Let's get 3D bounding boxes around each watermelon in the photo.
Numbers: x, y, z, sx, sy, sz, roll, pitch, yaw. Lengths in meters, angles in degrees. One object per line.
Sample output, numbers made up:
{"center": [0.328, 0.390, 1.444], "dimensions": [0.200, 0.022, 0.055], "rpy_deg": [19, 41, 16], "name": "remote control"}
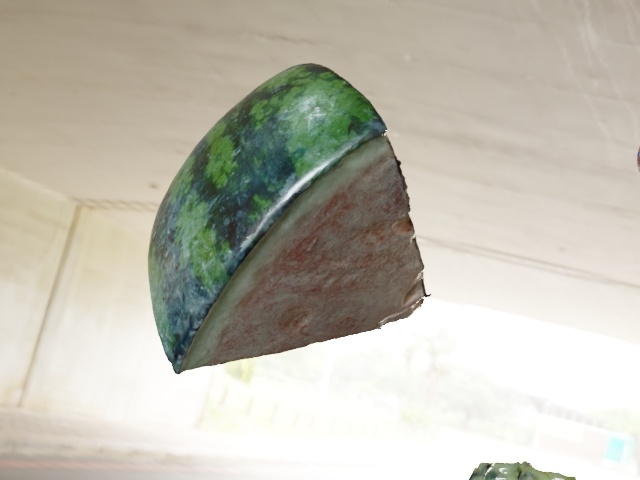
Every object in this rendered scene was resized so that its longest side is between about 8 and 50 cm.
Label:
{"center": [-0.042, -0.001, 1.027], "dimensions": [0.250, 0.293, 0.283], "rpy_deg": [-21, 29, -1], "name": "watermelon"}

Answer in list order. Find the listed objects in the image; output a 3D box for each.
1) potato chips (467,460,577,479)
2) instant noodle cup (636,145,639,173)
{"center": [0.305, 0.366, 1.078], "dimensions": [0.429, 0.070, 0.358], "rpy_deg": [46, -14, -6], "name": "potato chips"}
{"center": [0.477, -0.071, 1.151], "dimensions": [0.192, 0.250, 0.250], "rpy_deg": [43, -18, -18], "name": "instant noodle cup"}
